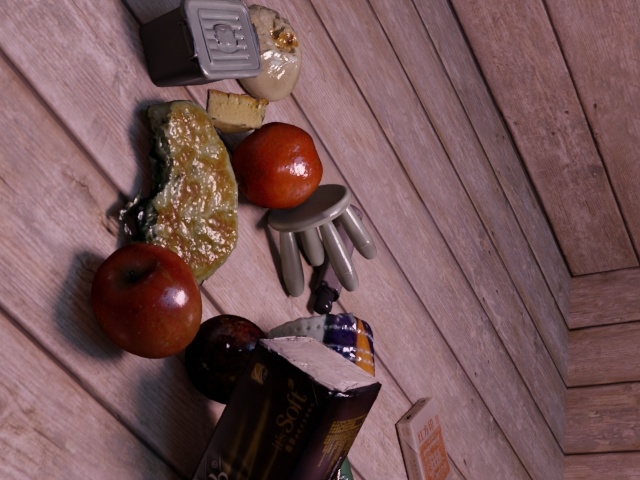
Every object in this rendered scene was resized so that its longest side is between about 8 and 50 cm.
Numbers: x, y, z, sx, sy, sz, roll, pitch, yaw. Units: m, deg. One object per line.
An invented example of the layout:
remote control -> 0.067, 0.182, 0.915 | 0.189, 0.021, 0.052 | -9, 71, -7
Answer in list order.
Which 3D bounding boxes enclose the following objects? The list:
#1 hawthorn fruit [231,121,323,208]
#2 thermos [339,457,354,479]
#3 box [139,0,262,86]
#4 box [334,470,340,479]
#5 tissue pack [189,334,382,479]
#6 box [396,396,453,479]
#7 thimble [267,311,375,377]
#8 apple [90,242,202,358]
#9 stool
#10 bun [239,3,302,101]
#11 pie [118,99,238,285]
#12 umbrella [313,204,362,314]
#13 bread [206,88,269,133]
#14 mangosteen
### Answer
hawthorn fruit -> -0.111, -0.148, 1.872 | 0.225, 0.196, 0.197 | -27, 105, -35
thermos -> 0.026, 0.502, 1.985 | 0.073, 0.083, 0.188 | -22, 102, -39
box -> -0.237, -0.383, 1.743 | 0.243, 0.135, 0.163 | -25, 101, -60
box -> -0.011, 0.532, 1.866 | 0.111, 0.111, 0.177 | 39, 47, -50
tissue pack -> -0.071, 0.370, 1.547 | 0.370, 0.198, 0.210 | -64, 157, 9
box -> 0.305, 0.643, 2.453 | 0.204, 0.051, 0.365 | -23, 101, -61
thimble -> -0.001, 0.251, 1.872 | 0.237, 0.237, 0.150 | 34, 47, -53
apple -> -0.284, 0.099, 1.451 | 0.168, 0.181, 0.181 | 77, 18, -57
stool -> 0.000, 0.000, 1.985 | 0.195, 0.195, 0.199 | -53, 130, -55
bun -> -0.108, -0.429, 2.000 | 0.222, 0.127, 0.222 | 23, 63, -57
pie -> -0.253, -0.085, 1.670 | 0.296, 0.078, 0.371 | 40, 48, -49
umbrella -> 0.040, 0.045, 2.163 | 0.073, 0.067, 0.337 | 112, -3, -48
bread -> -0.174, -0.272, 1.849 | 0.080, 0.109, 0.084 | 42, 49, -53
mangosteen -> -0.168, 0.217, 1.644 | 0.184, 0.172, 0.172 | -23, 101, -77
